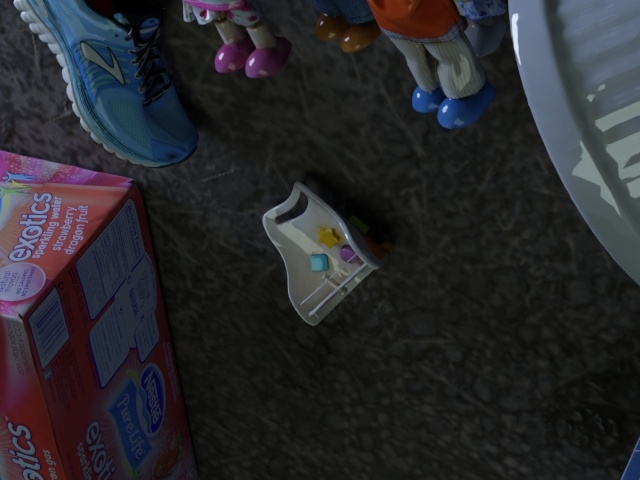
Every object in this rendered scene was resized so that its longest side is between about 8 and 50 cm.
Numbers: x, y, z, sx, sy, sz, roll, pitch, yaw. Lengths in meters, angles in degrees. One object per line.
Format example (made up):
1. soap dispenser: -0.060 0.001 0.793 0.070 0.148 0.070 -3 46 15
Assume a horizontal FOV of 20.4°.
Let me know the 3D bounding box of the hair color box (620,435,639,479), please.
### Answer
1. hair color box: 0.194 0.282 1.021 0.105 0.347 0.174 7 131 28

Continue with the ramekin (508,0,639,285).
1. ramekin: 0.190 -0.078 0.816 0.109 0.207 0.207 -24 113 34

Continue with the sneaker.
1. sneaker: -0.121 -0.114 1.081 0.073 0.063 0.162 -16 118 37

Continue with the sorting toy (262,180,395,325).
1. sorting toy: 0.000 0.000 1.123 0.075 0.045 0.083 46 138 -1

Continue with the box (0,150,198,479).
1. box: -0.199 0.101 1.258 0.142 0.154 0.300 14 135 23

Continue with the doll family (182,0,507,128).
1. doll family: 0.006 -0.172 0.931 0.263 0.118 0.163 16 144 45
